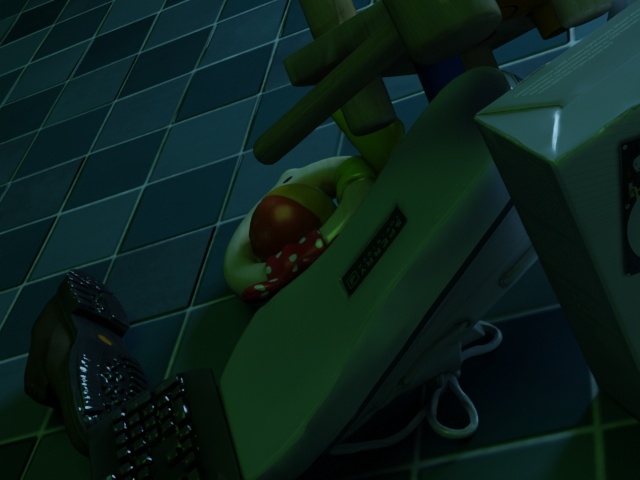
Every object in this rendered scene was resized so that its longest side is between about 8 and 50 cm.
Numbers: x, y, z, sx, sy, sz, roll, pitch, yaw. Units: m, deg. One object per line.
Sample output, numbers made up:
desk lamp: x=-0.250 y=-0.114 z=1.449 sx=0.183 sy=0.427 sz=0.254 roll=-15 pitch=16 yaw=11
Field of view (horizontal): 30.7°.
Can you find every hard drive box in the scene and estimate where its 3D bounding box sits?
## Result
hard drive box: x=0.222 y=-0.021 z=0.691 sx=0.181 sy=0.232 sz=0.089 roll=-35 pitch=32 yaw=-6

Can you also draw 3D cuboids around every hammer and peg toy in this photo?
hammer and peg toy: x=0.098 y=-0.174 z=0.837 sx=0.266 sy=0.127 sz=0.361 roll=-25 pitch=-5 yaw=38

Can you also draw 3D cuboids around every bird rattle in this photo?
bird rattle: x=0.000 y=0.000 z=1.000 sx=0.207 sy=0.143 sz=0.254 roll=-7 pitch=50 yaw=52

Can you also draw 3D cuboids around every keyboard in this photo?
keyboard: x=-0.126 y=0.234 z=0.771 sx=0.201 sy=0.033 sz=0.317 roll=-39 pitch=37 yaw=13

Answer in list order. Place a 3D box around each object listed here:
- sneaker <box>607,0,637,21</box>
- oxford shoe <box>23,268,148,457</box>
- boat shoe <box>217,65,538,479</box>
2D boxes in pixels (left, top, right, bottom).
sneaker: x=0.394 y=-0.226 z=0.940 sx=0.319 sy=0.127 sz=0.208 roll=-43 pitch=34 yaw=-14
oxford shoe: x=-0.209 y=0.124 z=1.014 sx=0.096 sy=0.082 sz=0.227 roll=-47 pitch=30 yaw=11
boat shoe: x=0.066 y=0.058 z=0.814 sx=0.367 sy=0.156 sz=0.136 roll=-54 pitch=32 yaw=18
